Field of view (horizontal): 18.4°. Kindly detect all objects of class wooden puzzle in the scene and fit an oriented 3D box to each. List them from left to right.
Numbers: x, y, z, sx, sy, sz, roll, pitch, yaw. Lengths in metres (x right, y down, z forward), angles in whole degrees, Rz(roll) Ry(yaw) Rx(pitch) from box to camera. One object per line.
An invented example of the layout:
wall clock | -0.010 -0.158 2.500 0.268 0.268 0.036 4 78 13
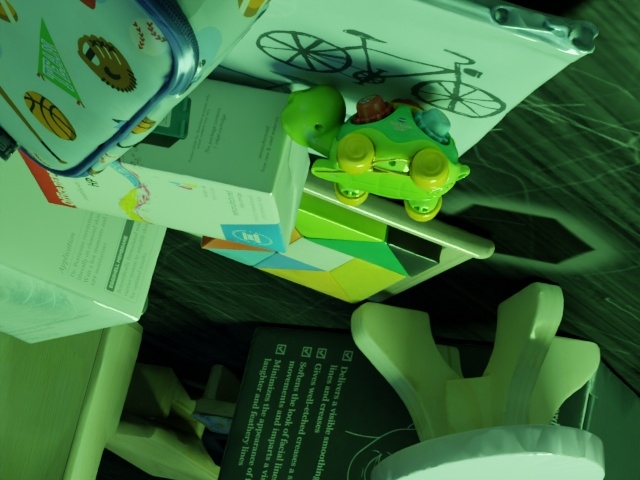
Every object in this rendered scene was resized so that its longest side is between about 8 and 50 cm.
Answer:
wooden puzzle | 0.000 0.000 1.678 0.221 0.044 0.238 20 162 -20

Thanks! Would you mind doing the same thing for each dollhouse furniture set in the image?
dollhouse furniture set | -0.245 0.256 2.309 0.362 0.256 0.394 6 161 25

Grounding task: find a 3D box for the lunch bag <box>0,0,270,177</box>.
lunch bag | -0.168 -0.163 1.107 0.243 0.115 0.303 44 154 -10

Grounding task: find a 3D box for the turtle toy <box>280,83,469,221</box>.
turtle toy | 0.036 -0.063 1.300 0.130 0.066 0.095 13 164 2

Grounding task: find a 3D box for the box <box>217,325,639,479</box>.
box | 0.111 0.269 2.010 0.395 0.294 0.212 4 160 31

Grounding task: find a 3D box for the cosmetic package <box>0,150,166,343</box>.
cosmetic package | -0.282 -0.017 1.695 0.224 0.138 0.224 25 160 -27

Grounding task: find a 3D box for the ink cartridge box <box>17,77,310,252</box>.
ink cartridge box | -0.131 -0.067 1.393 0.231 0.078 0.134 11 163 8

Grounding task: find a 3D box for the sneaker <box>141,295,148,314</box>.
sneaker | -0.246 0.047 2.022 0.161 0.057 0.075 9 179 13

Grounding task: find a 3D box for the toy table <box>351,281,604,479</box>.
toy table | 0.147 0.150 1.774 0.252 0.161 0.274 16 153 -35

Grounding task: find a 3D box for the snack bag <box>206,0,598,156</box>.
snack bag | -0.026 -0.134 1.298 0.323 0.037 0.342 17 163 -11
